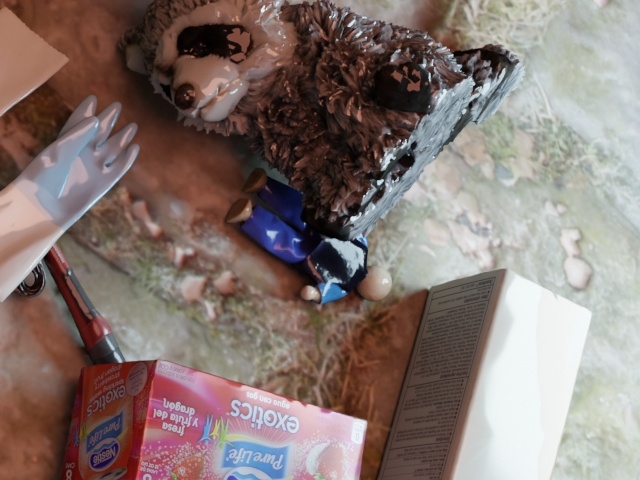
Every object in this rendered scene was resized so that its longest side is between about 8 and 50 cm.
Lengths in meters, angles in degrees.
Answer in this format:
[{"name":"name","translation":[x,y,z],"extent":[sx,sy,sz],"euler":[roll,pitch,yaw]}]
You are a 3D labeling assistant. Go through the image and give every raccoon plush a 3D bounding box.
[{"name":"raccoon plush","translation":[-0.006,-0.173,1.878],"extent":[0.299,0.216,0.446],"euler":[38,18,11]}]

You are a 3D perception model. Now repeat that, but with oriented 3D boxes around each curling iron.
[{"name":"curling iron","translation":[-0.222,0.098,1.744],"extent":[0.068,0.035,0.274],"euler":[-36,105,-9]}]

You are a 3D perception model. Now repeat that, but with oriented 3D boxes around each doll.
[{"name":"doll","translation":[0.000,0.000,1.884],"extent":[0.189,0.046,0.129],"euler":[36,66,-20]}]

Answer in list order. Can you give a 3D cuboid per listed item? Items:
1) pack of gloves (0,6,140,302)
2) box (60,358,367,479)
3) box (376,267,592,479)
[{"name":"pack of gloves","translation":[-0.288,-0.090,1.701],"extent":[0.195,0.046,0.232],"euler":[41,62,0]},{"name":"box","translation":[-0.095,0.199,1.720],"extent":[0.256,0.128,0.123],"euler":[20,72,-37]},{"name":"box","translation":[0.155,0.199,1.881],"extent":[0.121,0.148,0.311],"euler":[26,70,-25]}]
